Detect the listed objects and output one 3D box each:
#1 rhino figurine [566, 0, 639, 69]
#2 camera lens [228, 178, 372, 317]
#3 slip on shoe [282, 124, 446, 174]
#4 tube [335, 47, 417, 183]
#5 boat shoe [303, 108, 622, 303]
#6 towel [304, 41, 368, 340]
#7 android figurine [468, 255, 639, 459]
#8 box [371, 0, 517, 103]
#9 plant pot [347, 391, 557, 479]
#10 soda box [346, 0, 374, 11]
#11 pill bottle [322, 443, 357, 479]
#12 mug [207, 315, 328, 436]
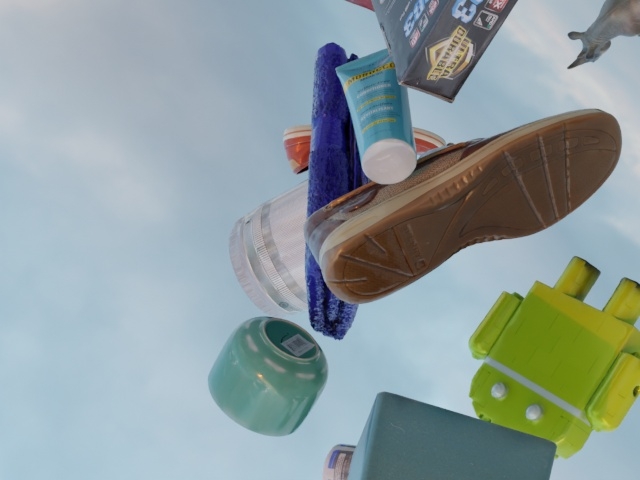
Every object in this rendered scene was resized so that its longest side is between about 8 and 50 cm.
[{"bbox_3d":[0.450,-0.333,1.446,0.106,0.243,0.073,-9,-118,-55],"label":"rhino figurine"},{"bbox_3d":[0.000,0.000,1.807,0.219,0.274,0.219,44,-150,-35],"label":"camera lens"},{"bbox_3d":[0.090,-0.177,2.013,0.123,0.332,0.101,132,136,-79],"label":"slip on shoe"},{"bbox_3d":[0.060,-0.137,1.013,0.207,0.080,0.052,-95,-13,-51],"label":"tube"},{"bbox_3d":[0.142,-0.058,1.030,0.123,0.342,0.123,57,173,51],"label":"boat shoe"},{"bbox_3d":[0.027,-0.056,1.225,0.227,0.076,0.308,85,-173,-63],"label":"towel"},{"bbox_3d":[0.284,0.152,1.221,0.056,0.272,0.248,38,177,-38],"label":"android figurine"},{"bbox_3d":[0.142,-0.336,0.967,0.073,0.295,0.293,13,-142,-23],"label":"box"},{"bbox_3d":[0.090,0.290,0.879,0.166,0.165,0.234,17,-125,3],"label":"plant pot"},{"bbox_3d":[0.009,-0.418,1.427,0.263,0.092,0.083,15,-122,-22],"label":"soda box"},{"bbox_3d":[0.079,0.305,1.276,0.078,0.137,0.078,0,-90,-60],"label":"pill bottle"},{"bbox_3d":[-0.059,0.144,1.187,0.130,0.097,0.157,17,-152,-26],"label":"mug"}]
